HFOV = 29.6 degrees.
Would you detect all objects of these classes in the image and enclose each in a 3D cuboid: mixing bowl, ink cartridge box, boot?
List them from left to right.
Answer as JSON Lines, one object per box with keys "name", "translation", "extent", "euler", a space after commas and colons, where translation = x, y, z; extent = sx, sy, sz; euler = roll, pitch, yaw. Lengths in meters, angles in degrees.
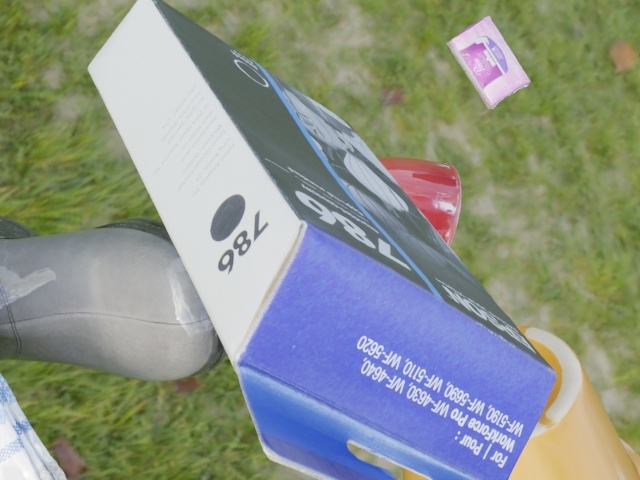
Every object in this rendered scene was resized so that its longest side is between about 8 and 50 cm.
{"name": "boot", "translation": [-0.239, 0.063, 0.808], "extent": [0.223, 0.338, 0.118], "euler": [-21, 106, -47]}
{"name": "ink cartridge box", "translation": [0.000, 0.000, 0.577], "extent": [0.165, 0.065, 0.332], "euler": [30, 17, -36]}
{"name": "mixing bowl", "translation": [0.053, -0.015, 1.239], "extent": [0.098, 0.181, 0.181], "euler": [23, 58, -19]}

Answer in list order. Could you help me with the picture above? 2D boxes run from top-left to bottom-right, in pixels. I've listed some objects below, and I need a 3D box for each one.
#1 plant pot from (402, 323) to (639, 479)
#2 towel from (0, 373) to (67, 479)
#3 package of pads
{"name": "plant pot", "translation": [0.142, 0.171, 0.892], "extent": [0.205, 0.205, 0.188], "euler": [-52, 136, -40]}
{"name": "towel", "translation": [-0.263, 0.156, 0.710], "extent": [0.209, 0.034, 0.285], "euler": [-29, 103, -6]}
{"name": "package of pads", "translation": [0.171, -0.180, 1.230], "extent": [0.050, 0.032, 0.083], "euler": [-33, 94, 1]}
